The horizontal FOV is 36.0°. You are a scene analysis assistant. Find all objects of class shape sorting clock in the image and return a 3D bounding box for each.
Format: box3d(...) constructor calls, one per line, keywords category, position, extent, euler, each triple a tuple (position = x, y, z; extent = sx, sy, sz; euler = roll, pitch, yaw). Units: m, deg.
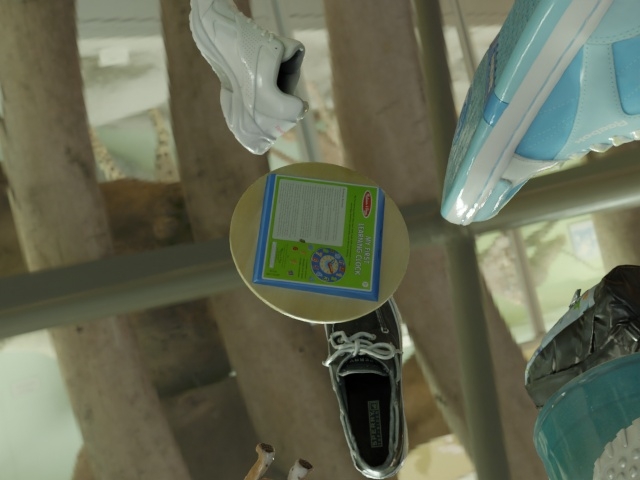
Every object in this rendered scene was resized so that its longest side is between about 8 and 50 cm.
box3d(category="shape sorting clock", position=(0.000, 0.000, 1.118), extent=(0.206, 0.206, 0.040), euler=(-13, 152, -13))

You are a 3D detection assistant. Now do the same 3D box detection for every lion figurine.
box3d(category="lion figurine", position=(-0.091, 0.501, 1.623), extent=(0.142, 0.240, 0.392), euler=(22, -164, -7))

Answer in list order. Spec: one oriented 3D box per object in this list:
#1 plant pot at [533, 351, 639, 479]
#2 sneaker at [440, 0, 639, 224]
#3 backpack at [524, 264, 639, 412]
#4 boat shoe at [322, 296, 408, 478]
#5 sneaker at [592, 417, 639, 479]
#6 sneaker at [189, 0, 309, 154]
box3d(category="plant pot", position=(0.395, 0.301, 1.087), extent=(0.272, 0.255, 0.271), euler=(-2, 135, -2))
box3d(category="sneaker", position=(0.223, -0.096, 0.737), extent=(0.208, 0.127, 0.319), euler=(17, 143, -5))
box3d(category="backpack", position=(0.511, 0.216, 1.681), extent=(0.273, 0.290, 0.355), euler=(-40, 168, -49))
box3d(category="boat shoe", position=(0.057, 0.168, 1.347), extent=(0.113, 0.306, 0.105), euler=(-5, 162, 8))
box3d(category="sneaker", position=(0.322, 0.174, 0.792), extent=(0.095, 0.090, 0.235), euler=(22, 133, -29))
box3d(category="sneaker", position=(-0.075, -0.223, 1.177), extent=(0.115, 0.232, 0.090), euler=(-27, 165, 16))
